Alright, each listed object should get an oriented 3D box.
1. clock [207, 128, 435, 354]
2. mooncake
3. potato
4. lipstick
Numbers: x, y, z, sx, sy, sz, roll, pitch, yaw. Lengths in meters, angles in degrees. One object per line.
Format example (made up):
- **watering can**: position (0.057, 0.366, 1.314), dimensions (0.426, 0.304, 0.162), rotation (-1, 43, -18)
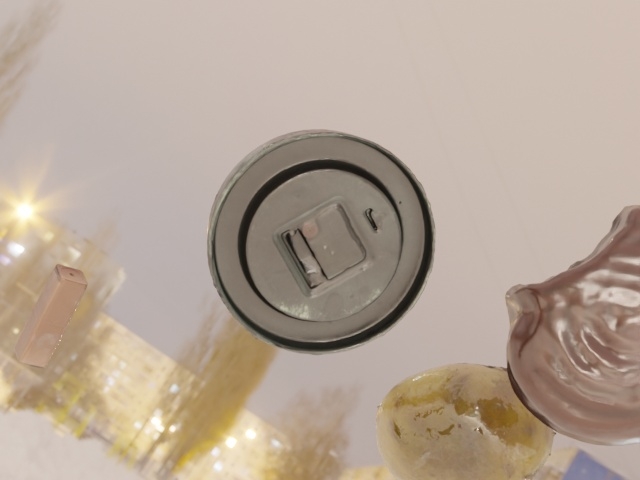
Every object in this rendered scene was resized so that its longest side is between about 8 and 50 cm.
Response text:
- **clock**: position (0.000, 0.000, 1.225), dimensions (0.280, 0.280, 0.055), rotation (39, 5, -18)
- **mooncake**: position (0.417, 0.110, 1.380), dimensions (0.326, 0.333, 0.174), rotation (-1, -12, 7)
- **potato**: position (0.224, 0.325, 1.633), dimensions (0.299, 0.239, 0.116), rotation (-6, 4, 19)
- **lipstick**: position (-0.376, 0.107, 1.411), dimensions (0.045, 0.145, 0.045), rotation (18, 21, -36)
